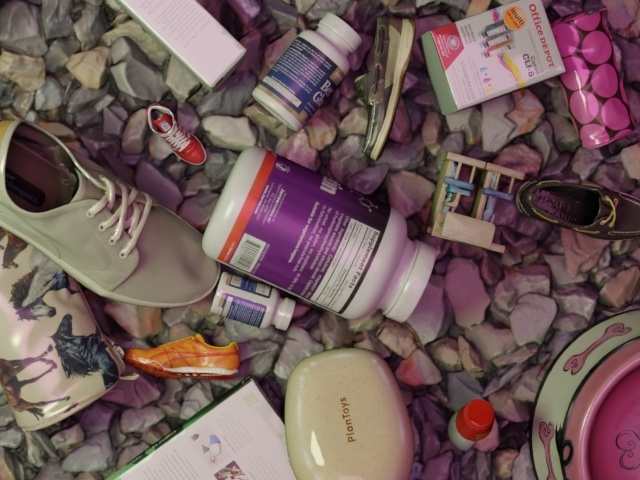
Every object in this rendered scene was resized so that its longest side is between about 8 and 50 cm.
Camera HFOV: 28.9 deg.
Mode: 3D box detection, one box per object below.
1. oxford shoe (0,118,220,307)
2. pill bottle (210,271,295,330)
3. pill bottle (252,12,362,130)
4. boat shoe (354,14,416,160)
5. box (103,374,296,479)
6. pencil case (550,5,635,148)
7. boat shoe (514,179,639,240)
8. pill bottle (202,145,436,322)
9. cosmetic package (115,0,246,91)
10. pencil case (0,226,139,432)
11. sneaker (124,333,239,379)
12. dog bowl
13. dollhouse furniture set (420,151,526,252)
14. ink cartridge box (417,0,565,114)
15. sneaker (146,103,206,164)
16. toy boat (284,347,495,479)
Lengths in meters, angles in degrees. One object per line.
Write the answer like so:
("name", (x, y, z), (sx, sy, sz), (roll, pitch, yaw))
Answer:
("oxford shoe", (-0.310, -0.031, 1.752), (0.449, 0.130, 0.169), (32, 55, -34))
("pill bottle", (-0.102, 0.096, 1.887), (0.120, 0.067, 0.067), (19, 91, -5))
("pill bottle", (-0.016, -0.256, 1.867), (0.094, 0.094, 0.169), (39, 89, -5))
("boat shoe", (0.088, -0.234, 1.889), (0.073, 0.080, 0.223), (14, 86, 0))
("box", (-0.168, 0.392, 1.901), (0.322, 0.058, 0.232), (-35, 95, -4))
("pencil case", (0.419, -0.249, 1.909), (0.098, 0.095, 0.209), (-18, 96, -19))
("boat shoe", (0.418, -0.045, 1.924), (0.228, 0.069, 0.081), (10, 92, -5))
("pill bottle", (0.000, 0.000, 1.836), (0.323, 0.181, 0.181), (24, 90, -6))
("cosmetic package", (-0.217, -0.328, 1.837), (0.231, 0.117, 0.085), (42, 90, -6))
("pencil case", (-0.428, 0.060, 1.814), (0.183, 0.160, 0.410), (-24, 94, -26))
("sneaker", (-0.211, 0.176, 1.894), (0.175, 0.064, 0.067), (4, 71, -10))
("dog bowl", (0.538, 0.311, 1.909), (0.408, 0.150, 0.408), (0, 93, -5))
("dollhouse furniture set", (0.240, -0.055, 1.851), (0.129, 0.184, 0.129), (15, 91, -5))
("ink cartridge box", (0.256, -0.279, 1.872), (0.176, 0.127, 0.128), (-20, 93, -5))
("sneaker", (-0.219, -0.159, 1.867), (0.118, 0.067, 0.042), (45, 89, -5))
("toy boat", (0.106, 0.291, 1.874), (0.318, 0.148, 0.267), (-5, 70, -4))
